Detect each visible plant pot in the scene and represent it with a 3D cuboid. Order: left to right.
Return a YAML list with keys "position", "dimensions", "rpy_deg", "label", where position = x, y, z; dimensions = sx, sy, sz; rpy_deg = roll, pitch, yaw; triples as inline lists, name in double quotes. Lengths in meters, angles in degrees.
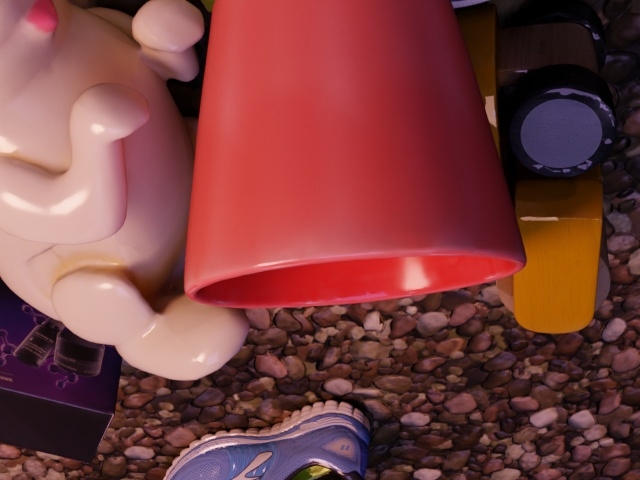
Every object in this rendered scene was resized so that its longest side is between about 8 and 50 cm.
- position: [0.017, -0.081, 0.802]
  dimensions: [0.274, 0.243, 0.275]
  rpy_deg: [-6, 169, -1]
  label: "plant pot"

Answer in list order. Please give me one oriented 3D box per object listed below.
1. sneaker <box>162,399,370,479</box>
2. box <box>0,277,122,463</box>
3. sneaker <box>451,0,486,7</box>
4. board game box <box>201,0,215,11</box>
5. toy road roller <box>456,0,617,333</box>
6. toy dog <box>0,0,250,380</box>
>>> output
- position: [-0.084, 0.339, 1.374]
  dimensions: [0.330, 0.147, 0.130]
  rpy_deg: [-24, 128, 17]
  label: "sneaker"
- position: [-0.367, 0.129, 1.146]
  dimensions: [0.261, 0.184, 0.103]
  rpy_deg: [18, 125, -19]
  label: "box"
- position: [0.054, -0.259, 0.826]
  dimensions: [0.322, 0.130, 0.236]
  rpy_deg: [-9, 162, -14]
  label: "sneaker"
- position: [-0.124, -0.298, 0.853]
  dimensions: [0.043, 0.092, 0.181]
  rpy_deg: [-23, 129, 16]
  label: "board game box"
- position: [0.168, -0.077, 1.007]
  dimensions: [0.240, 0.202, 0.330]
  rpy_deg: [-1, 127, 13]
  label: "toy road roller"
- position: [-0.255, -0.111, 0.926]
  dimensions: [0.395, 0.285, 0.408]
  rpy_deg: [2, 142, 40]
  label: "toy dog"
